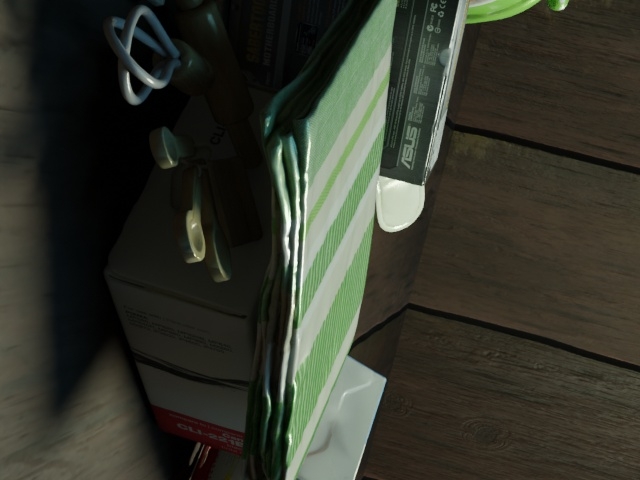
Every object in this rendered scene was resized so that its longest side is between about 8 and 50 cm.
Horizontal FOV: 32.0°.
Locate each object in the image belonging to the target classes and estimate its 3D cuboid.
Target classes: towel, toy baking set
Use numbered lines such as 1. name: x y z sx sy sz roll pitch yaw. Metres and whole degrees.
1. towel: 0.000 0.000 0.800 0.248 0.038 0.325 -61 160 -52
2. toy baking set: -0.078 -0.093 0.675 0.197 0.030 0.256 -85 159 -61

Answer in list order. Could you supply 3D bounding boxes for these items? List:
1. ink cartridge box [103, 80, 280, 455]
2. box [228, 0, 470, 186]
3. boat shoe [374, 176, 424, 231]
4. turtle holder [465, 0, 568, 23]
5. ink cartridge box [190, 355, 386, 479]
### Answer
1. ink cartridge box: -0.065 0.031 0.904 0.273 0.114 0.197 86 22 -58
2. box: 0.021 -0.173 0.883 0.056 0.183 0.231 -57 158 -57
3. boat shoe: 0.095 -0.163 1.624 0.099 0.116 0.319 -128 -153 -46
4. turtle holder: 0.178 -0.414 1.231 0.227 0.243 0.320 30 85 -59
5. ink cartridge box: -0.042 0.200 1.090 0.231 0.078 0.134 -35 -152 54
